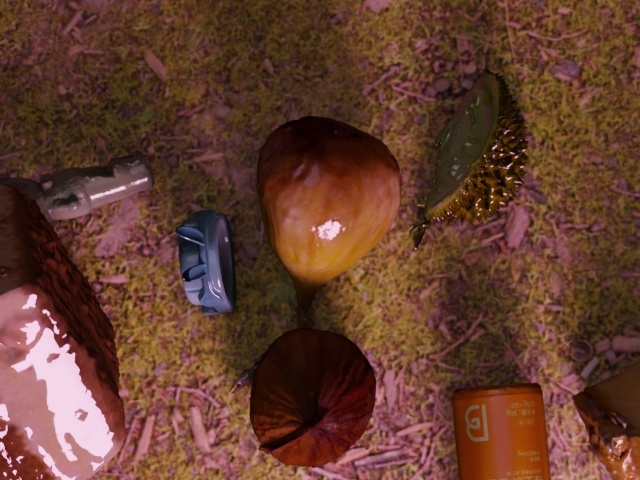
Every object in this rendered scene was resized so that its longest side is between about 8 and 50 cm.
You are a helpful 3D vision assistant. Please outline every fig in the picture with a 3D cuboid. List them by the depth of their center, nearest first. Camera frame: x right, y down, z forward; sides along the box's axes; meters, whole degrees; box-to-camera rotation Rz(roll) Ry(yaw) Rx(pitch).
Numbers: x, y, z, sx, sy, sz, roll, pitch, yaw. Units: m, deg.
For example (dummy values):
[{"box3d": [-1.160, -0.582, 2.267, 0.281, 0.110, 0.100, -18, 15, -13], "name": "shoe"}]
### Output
[{"box3d": [-0.009, 0.166, 1.504, 0.133, 0.201, 0.146, -2, 92, 1], "name": "fig"}, {"box3d": [0.000, 0.000, 1.578, 0.159, 0.159, 0.257, 8, 105, 8], "name": "fig"}]

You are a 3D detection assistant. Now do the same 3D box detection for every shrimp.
[{"box3d": [-0.056, 0.142, 1.607, 0.092, 0.029, 0.038, -43, 88, 5], "name": "shrimp"}]

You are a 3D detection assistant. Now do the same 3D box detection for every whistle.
[{"box3d": [-0.309, -0.037, 1.625, 0.258, 0.126, 0.067, -19, 116, -9], "name": "whistle"}]

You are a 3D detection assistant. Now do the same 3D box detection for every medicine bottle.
[{"box3d": [0.189, 0.245, 1.529, 0.096, 0.096, 0.192, -4, 82, 6], "name": "medicine bottle"}]

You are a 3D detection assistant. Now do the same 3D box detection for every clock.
[{"box3d": [-0.121, 0.020, 1.568, 0.045, 0.147, 0.108, -7, 81, 6], "name": "clock"}]

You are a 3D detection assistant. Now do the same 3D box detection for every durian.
[{"box3d": [0.166, -0.082, 1.599, 0.100, 0.086, 0.215, 17, 80, 42], "name": "durian"}]

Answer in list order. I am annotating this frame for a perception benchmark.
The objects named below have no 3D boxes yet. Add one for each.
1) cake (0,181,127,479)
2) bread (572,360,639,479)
[{"box3d": [-0.360, 0.135, 1.484, 0.290, 0.256, 0.282, -24, 124, 1], "name": "cake"}, {"box3d": [0.351, 0.200, 1.534, 0.147, 0.127, 0.152, -27, 114, 1], "name": "bread"}]
